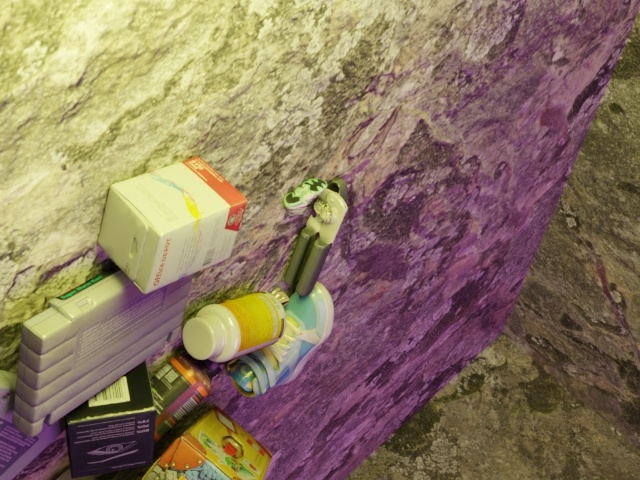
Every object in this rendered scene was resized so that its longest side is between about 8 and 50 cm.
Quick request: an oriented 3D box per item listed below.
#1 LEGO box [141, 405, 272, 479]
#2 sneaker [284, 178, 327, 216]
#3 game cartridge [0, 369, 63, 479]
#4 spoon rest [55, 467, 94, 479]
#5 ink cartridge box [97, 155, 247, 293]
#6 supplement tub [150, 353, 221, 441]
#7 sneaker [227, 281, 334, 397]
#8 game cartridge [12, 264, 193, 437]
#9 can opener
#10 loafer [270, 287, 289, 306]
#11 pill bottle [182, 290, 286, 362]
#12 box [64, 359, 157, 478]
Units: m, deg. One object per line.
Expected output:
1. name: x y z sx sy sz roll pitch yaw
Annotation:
1. LEGO box: -0.303 0.575 1.917 0.372 0.193 0.500 -50 177 -2
2. sneaker: -0.031 -0.079 1.783 0.098 0.038 0.069 -28 152 -21
3. game cartridge: -0.537 0.310 1.472 0.196 0.060 0.294 -40 156 -11
4. spoon rest: -0.555 0.550 1.808 0.276 0.084 0.137 -50 162 -33
5. ink cartridge box: -0.228 -0.026 1.393 0.176 0.127 0.128 -25 148 -44
6. supplement tub: -0.293 0.303 1.825 0.198 0.106 0.106 -42 156 -13
7. sneaker: -0.098 0.239 2.047 0.208 0.127 0.319 -22 145 -49
8. game cartridge: -0.346 0.144 1.485 0.355 0.068 0.230 -34 146 -50
9. can opener: 0.000 0.000 1.909 0.093 0.074 0.280 -24 147 -46
10. loafer: -0.120 0.161 1.991 0.125 0.039 0.045 -48 158 -1
11. pill bottle: -0.174 0.175 1.820 0.215 0.117 0.117 -13 138 -55
12. box: -0.381 0.323 1.630 0.153 0.108 0.207 -6 141 -19
